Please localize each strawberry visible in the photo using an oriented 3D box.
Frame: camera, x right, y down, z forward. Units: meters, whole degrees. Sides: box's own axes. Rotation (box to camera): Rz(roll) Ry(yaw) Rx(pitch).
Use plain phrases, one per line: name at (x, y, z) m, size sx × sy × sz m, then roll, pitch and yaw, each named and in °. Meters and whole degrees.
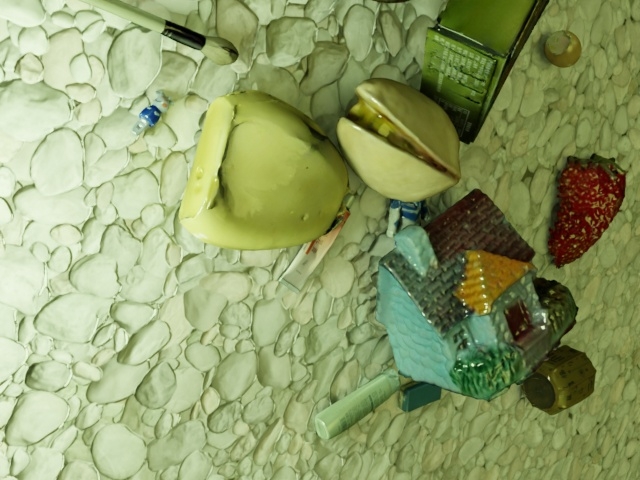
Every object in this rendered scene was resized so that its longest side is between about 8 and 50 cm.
strawberry at (0.706, -0.067, 1.955) m, size 0.233 × 0.138 × 0.306 m, roll -6°, pitch 106°, yaw -41°

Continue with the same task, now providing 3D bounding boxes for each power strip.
power strip at (0.231, 0.350, 1.741) m, size 0.123 × 0.032 × 0.056 m, roll -10°, pitch 111°, yaw -39°

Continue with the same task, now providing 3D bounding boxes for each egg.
egg at (0.557, -0.436, 1.740) m, size 0.096 × 0.080 × 0.080 m, roll 28°, pitch 84°, yaw -59°

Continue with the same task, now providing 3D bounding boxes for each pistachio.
pistachio at (0.139, -0.175, 1.355) m, size 0.318 × 0.214 × 0.193 m, roll 20°, pitch 103°, yaw -57°

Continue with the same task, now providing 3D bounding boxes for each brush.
brush at (-0.241, -0.317, 1.105) m, size 0.299 × 0.042 × 0.039 m, roll 14°, pitch 134°, yaw -42°

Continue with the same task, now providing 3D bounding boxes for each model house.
model house at (0.308, 0.073, 1.557) m, size 0.360 × 0.297 × 0.339 m, roll -35°, pitch 113°, yaw -28°

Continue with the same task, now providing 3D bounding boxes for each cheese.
cheese at (-0.072, -0.103, 1.272) m, size 0.316 × 0.128 × 0.259 m, roll 11°, pitch 103°, yaw -36°

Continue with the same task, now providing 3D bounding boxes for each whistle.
whistle at (-0.256, -0.191, 1.142) m, size 0.033 × 0.029 × 0.083 m, roll 38°, pitch 69°, yaw -4°

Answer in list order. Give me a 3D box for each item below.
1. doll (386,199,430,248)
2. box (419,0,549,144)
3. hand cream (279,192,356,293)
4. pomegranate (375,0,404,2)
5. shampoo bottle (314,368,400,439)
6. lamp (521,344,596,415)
doll at (0.180, -0.060, 1.548) m, size 0.114 × 0.057 × 0.227 m, roll -27°, pitch 124°, yaw -28°
box at (0.318, -0.414, 1.350) m, size 0.373 × 0.138 × 0.420 m, roll -61°, pitch 172°, yaw -9°
hand cream at (-0.002, -0.001, 1.427) m, size 0.052 × 0.038 × 0.216 m, roll 35°, pitch 83°, yaw -14°
pomegranate at (0.079, -0.539, 1.194) m, size 0.341 × 0.285 × 0.285 m, roll 29°, pitch 83°, yaw -9°
shampoo bottle at (0.081, 0.343, 1.596) m, size 0.212 × 0.049 × 0.072 m, roll -27°, pitch 119°, yaw -31°
lamp at (0.636, 0.371, 2.025) m, size 0.185 × 0.161 × 0.161 m, roll -13°, pitch 112°, yaw -38°
